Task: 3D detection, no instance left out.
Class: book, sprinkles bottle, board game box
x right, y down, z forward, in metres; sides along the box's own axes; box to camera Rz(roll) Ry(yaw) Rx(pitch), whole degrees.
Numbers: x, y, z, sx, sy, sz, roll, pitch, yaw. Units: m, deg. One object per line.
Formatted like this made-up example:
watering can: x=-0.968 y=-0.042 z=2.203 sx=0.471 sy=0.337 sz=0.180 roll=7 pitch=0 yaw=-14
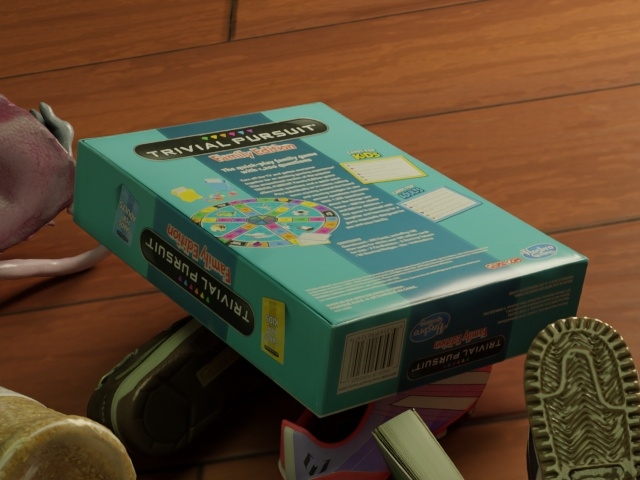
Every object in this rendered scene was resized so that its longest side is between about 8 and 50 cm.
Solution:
book: x=0.091 y=0.193 z=1.144 sx=0.035 sy=0.096 sz=0.144 roll=-27 pitch=34 yaw=-9
sprinkles bottle: x=-0.278 y=0.150 z=1.215 sx=0.121 sy=0.121 sz=0.355 roll=-34 pitch=27 yaw=-31
board game box: x=0.000 y=0.000 z=1.330 sx=0.254 sy=0.079 sz=0.336 roll=-12 pitch=32 yaw=-37

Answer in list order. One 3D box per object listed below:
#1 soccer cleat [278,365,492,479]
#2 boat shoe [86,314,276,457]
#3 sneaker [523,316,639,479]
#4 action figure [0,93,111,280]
soccer cleat: x=0.056 y=0.113 z=1.280 sx=0.083 sy=0.095 sz=0.248 roll=15 pitch=41 yaw=36
boat shoe: x=-0.085 y=0.087 z=1.374 sx=0.257 sy=0.095 sz=0.095 roll=-28 pitch=16 yaw=-38
sneaker: x=0.182 y=0.208 z=1.113 sx=0.099 sy=0.153 sz=0.282 roll=-3 pitch=64 yaw=9
action figure: x=-0.387 y=0.023 z=1.502 sx=0.276 sy=0.248 sz=0.370 roll=39 pitch=47 yaw=8
